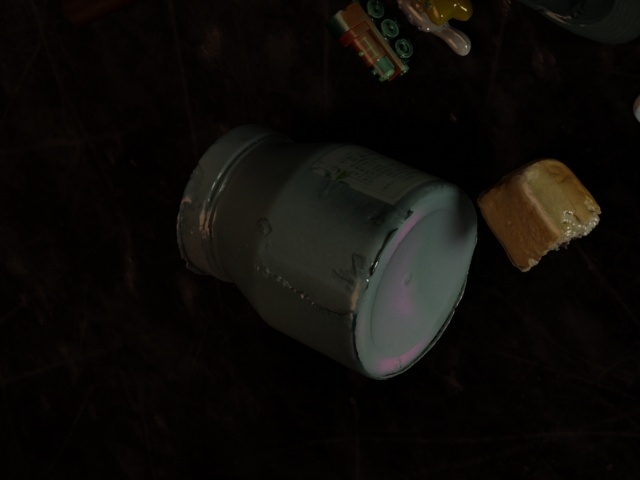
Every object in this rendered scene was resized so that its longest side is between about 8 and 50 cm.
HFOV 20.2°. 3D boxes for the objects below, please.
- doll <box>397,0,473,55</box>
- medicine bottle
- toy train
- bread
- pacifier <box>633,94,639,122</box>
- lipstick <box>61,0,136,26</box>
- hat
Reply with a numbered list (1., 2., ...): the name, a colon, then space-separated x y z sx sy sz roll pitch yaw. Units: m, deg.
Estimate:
1. doll: 0.112 -0.269 1.944 0.135 0.071 0.113 40 159 26
2. medicine bottle: 0.000 0.000 2.104 0.290 0.245 0.245 24 133 30
3. toy train: 0.058 -0.223 2.020 0.103 0.064 0.044 54 140 -1
4. bread: 0.242 -0.035 1.971 0.106 0.082 0.125 62 152 5
5. pacifier: 0.398 -0.203 1.629 0.287 0.238 0.226 94 164 -71
6. lipstick: -0.205 -0.334 2.208 0.356 0.057 0.057 -16 106 50
7. hat: 0.251 -0.276 1.783 0.191 0.078 0.138 29 148 0
